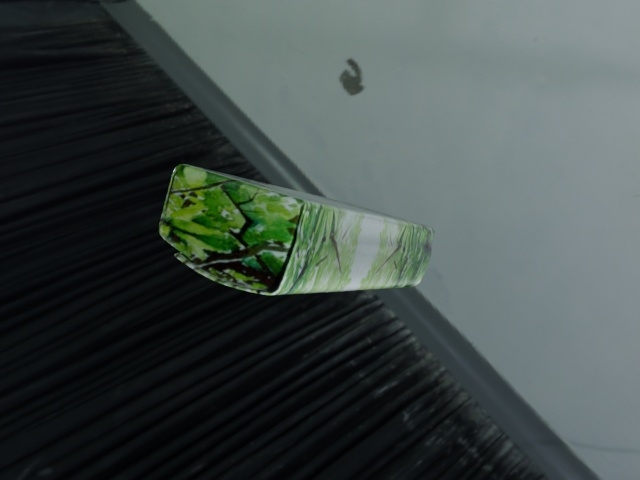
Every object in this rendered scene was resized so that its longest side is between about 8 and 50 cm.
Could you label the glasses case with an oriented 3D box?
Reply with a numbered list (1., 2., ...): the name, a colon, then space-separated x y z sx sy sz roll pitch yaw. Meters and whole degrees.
1. glasses case: 0.000 0.000 0.560 0.095 0.272 0.062 18 94 24
